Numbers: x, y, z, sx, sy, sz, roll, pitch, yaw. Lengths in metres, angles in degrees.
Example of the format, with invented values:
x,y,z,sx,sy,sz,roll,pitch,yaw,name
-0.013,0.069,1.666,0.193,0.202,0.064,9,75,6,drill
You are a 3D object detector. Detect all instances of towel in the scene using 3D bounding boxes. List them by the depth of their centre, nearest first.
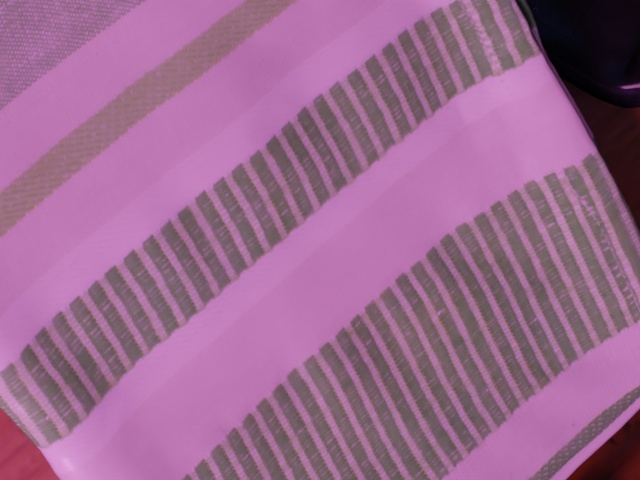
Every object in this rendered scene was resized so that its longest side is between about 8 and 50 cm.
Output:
x,y,z,sx,sy,sz,roll,pitch,yaw,name
0.000,0.000,0.601,0.248,0.038,0.325,-41,124,-17,towel

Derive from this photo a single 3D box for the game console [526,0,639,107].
x,y,z,sx,sy,sz,roll,pitch,yaw,name
0.001,-0.158,0.641,0.361,0.044,0.213,28,99,-14,game console
